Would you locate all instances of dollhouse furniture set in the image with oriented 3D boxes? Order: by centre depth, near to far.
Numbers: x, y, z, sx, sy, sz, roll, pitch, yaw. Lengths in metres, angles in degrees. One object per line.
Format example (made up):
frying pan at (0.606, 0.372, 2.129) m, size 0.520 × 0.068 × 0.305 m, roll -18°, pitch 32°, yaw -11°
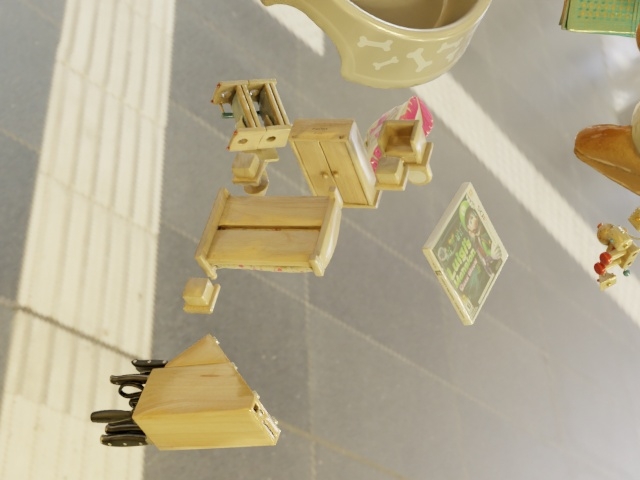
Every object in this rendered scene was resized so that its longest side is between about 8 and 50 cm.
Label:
dollhouse furniture set at (0.000, 0.000, 1.545) m, size 0.174 × 0.303 × 0.356 m, roll 64°, pitch 35°, yaw -48°
dollhouse furniture set at (-0.159, -0.222, 2.064) m, size 0.128 × 0.184 × 0.129 m, roll -7°, pitch 62°, yaw -27°

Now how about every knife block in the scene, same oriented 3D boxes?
knife block at (-0.220, 0.267, 1.517) m, size 0.275 × 0.242 × 0.088 m, roll 42°, pitch -14°, yaw 53°

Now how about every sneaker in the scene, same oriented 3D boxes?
sneaker at (0.144, -0.196, 2.119) m, size 0.103 × 0.111 × 0.252 m, roll 52°, pitch 47°, yaw -19°

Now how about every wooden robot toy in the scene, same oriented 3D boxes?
wooden robot toy at (0.450, 0.000, 1.555) m, size 0.076 × 0.173 × 0.079 m, roll -15°, pitch 54°, yaw -21°

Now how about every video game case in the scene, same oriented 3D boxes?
video game case at (0.256, 0.021, 1.754) m, size 0.173 × 0.022 × 0.190 m, roll 58°, pitch 46°, yaw -25°

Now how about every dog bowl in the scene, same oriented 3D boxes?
dog bowl at (0.080, -0.379, 1.333) m, size 0.348 × 0.102 × 0.349 m, roll 9°, pitch 67°, yaw -22°

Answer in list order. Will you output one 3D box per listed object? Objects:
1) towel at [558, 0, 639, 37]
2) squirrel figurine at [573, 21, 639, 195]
towel at (0.619, -0.578, 1.950) m, size 0.040 × 0.271 × 0.370 m, roll -131°, pitch -133°, yaw -77°
squirrel figurine at (0.608, -0.208, 1.329) m, size 0.397 × 0.281 × 0.370 m, roll 35°, pitch 70°, yaw 11°
